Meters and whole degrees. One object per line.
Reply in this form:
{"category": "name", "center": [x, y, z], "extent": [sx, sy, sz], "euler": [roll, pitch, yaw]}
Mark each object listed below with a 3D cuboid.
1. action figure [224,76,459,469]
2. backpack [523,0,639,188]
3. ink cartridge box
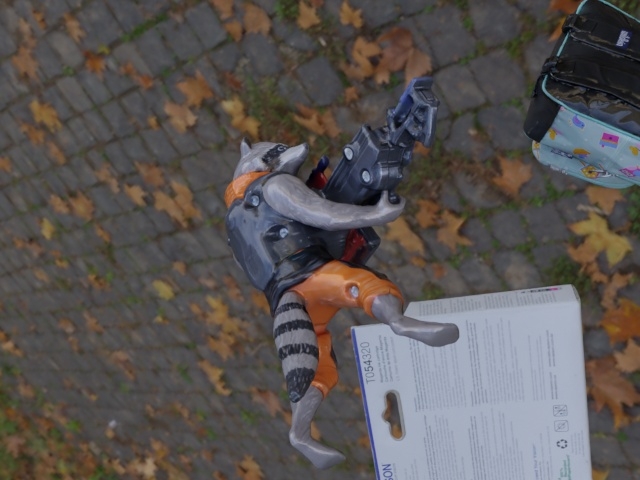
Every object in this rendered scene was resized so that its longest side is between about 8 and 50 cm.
{"category": "action figure", "center": [0.000, 0.000, 0.877], "extent": [0.330, 0.179, 0.341], "euler": [61, 137, 38]}
{"category": "backpack", "center": [0.321, -0.136, 0.927], "extent": [0.188, 0.165, 0.144], "euler": [22, 149, 14]}
{"category": "ink cartridge box", "center": [0.232, 0.237, 1.355], "extent": [0.330, 0.071, 0.324], "euler": [-6, 113, 9]}
